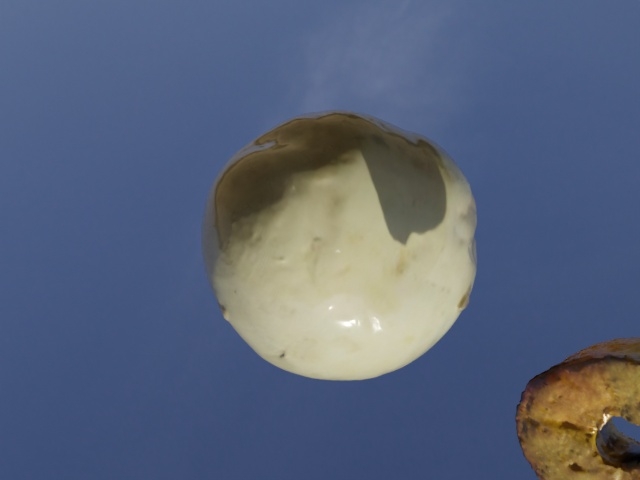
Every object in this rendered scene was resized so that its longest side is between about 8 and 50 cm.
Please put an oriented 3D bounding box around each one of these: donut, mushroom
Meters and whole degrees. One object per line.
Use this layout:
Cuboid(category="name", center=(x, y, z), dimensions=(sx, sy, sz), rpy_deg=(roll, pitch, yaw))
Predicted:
Cuboid(category="donut", center=(0.265, 0.159, 0.843), dimensions=(0.174, 0.190, 0.074), rpy_deg=(48, -134, 13))
Cuboid(category="mushroom", center=(0.000, 0.000, 1.130), dimensions=(0.314, 0.315, 0.336), rpy_deg=(-30, -165, -16))
